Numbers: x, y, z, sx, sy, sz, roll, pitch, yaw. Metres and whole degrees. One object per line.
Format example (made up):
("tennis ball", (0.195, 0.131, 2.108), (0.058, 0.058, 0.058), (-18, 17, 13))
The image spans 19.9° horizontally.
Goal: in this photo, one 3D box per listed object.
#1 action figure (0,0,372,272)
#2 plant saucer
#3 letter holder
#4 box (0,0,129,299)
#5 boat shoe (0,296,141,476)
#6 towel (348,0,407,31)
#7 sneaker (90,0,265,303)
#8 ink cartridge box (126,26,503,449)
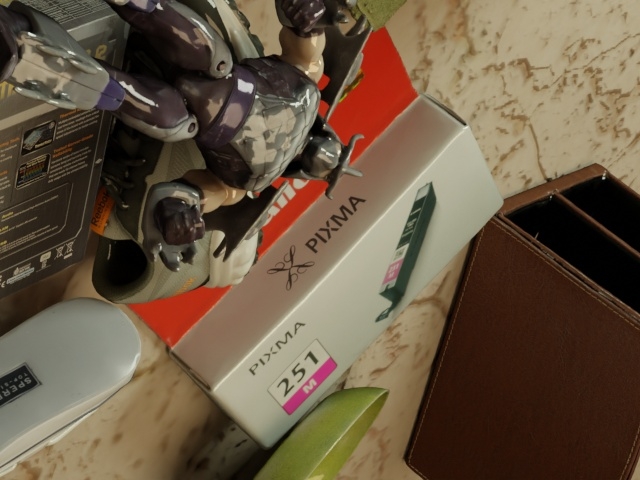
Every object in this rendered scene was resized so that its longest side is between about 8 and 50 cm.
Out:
("action figure", (-0.070, -0.081, 0.977), (0.285, 0.099, 0.185), (26, 88, -44))
("plant saucer", (-0.032, 0.205, 1.464), (0.241, 0.037, 0.241), (-52, 171, -11))
("letter holder", (0.229, 0.126, 1.601), (0.152, 0.214, 0.302), (-21, 138, -39))
("box", (-0.212, -0.035, 0.996), (0.231, 0.056, 0.183), (-30, 144, -46))
("boat shoe", (-0.229, 0.123, 1.140), (0.258, 0.095, 0.084), (-21, 160, -27))
("towel", (0.043, -0.211, 1.193), (0.110, 0.027, 0.148), (-46, 147, -9))
("sneaker", (-0.094, -0.059, 1.115), (0.108, 0.100, 0.271), (-23, 140, -26))
("ink cartridge box", (0.000, 0.000, 1.332), (0.275, 0.060, 0.239), (-46, 150, -7))
